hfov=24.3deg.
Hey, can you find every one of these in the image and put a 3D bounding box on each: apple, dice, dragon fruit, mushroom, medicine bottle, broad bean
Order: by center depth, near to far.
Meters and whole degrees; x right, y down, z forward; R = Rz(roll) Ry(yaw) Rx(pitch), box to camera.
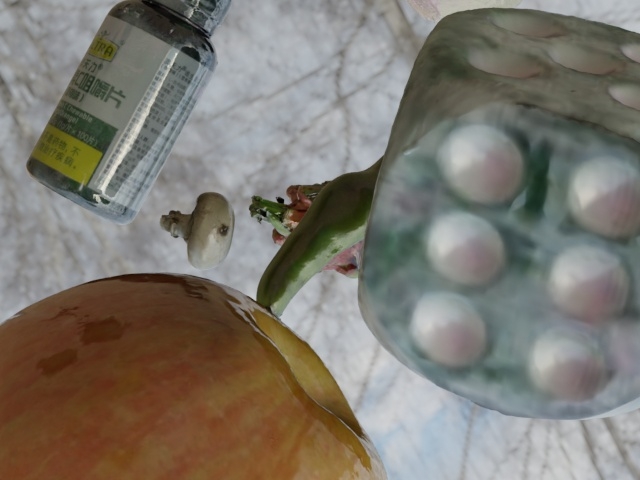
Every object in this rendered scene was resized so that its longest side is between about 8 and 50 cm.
[{"bbox_3d":[-0.133,0.212,1.231,0.346,0.391,0.391,-36,-164,-1],"label":"apple"},{"bbox_3d":[0.234,-0.033,1.530,0.331,0.327,0.348,15,-154,8],"label":"dice"},{"bbox_3d":[-0.132,-0.013,1.581,0.079,0.085,0.085,12,-163,-5],"label":"mushroom"},{"bbox_3d":[-0.212,-0.173,1.710,0.293,0.141,0.141,-61,-161,-1],"label":"medicine bottle"},{"bbox_3d":[0.000,0.004,1.800,0.075,0.067,0.325,20,-118,39],"label":"broad bean"},{"bbox_3d":[-0.002,-0.023,2.071,0.137,0.135,0.236,4,172,37],"label":"dragon fruit"}]

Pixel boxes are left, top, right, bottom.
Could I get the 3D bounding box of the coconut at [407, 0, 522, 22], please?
[{"bbox_3d":[0.202,-0.429,2.194,0.230,0.227,0.227,-9,-155,35],"label":"coconut"}]
